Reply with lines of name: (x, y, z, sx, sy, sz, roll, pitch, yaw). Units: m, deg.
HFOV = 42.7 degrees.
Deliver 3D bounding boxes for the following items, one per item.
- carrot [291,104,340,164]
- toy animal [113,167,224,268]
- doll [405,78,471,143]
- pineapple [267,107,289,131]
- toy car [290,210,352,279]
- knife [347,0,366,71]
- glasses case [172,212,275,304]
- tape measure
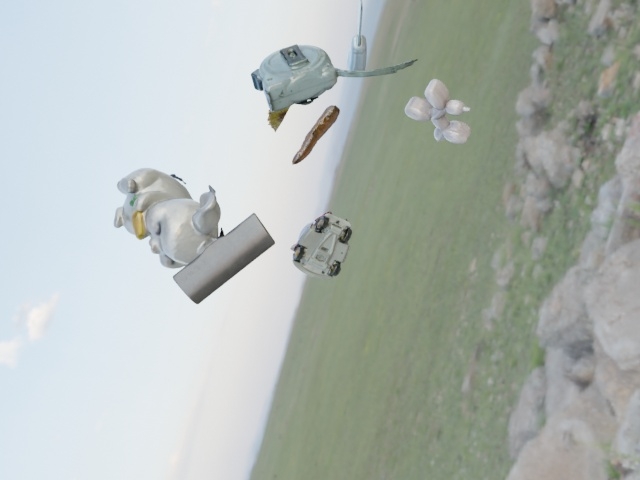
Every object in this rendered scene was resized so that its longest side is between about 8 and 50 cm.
carrot: (-0.012, -0.234, 1.812, 0.165, 0.036, 0.035, -52, -1, -4)
toy animal: (-0.293, -0.043, 1.660, 0.154, 0.325, 0.208, -25, -66, -44)
doll: (0.281, -0.286, 1.889, 0.059, 0.160, 0.161, -59, 10, -27)
pineapple: (-0.104, -0.307, 1.976, 0.083, 0.045, 0.019, -57, 20, 4)
toy car: (0.000, 0.000, 1.742, 0.139, 0.112, 0.112, -61, 22, 11)
knife: (0.087, -0.472, 1.848, 0.331, 0.044, 0.080, 89, -178, -75)
glasses case: (-0.175, 0.034, 1.493, 0.190, 0.072, 0.042, -38, -2, 0)
tape measure: (0.028, -0.354, 1.612, 0.084, 0.330, 0.164, 81, 162, -45)
